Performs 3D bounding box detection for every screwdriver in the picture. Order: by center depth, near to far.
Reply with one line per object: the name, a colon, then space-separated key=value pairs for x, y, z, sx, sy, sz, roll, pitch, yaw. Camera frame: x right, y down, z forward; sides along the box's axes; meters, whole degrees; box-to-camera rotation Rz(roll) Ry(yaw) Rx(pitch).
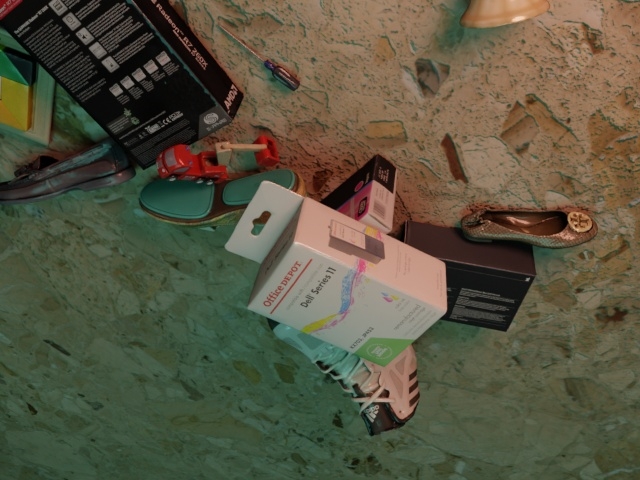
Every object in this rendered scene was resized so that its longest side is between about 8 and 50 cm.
screwdriver: x=-0.104 y=-0.314 z=1.052 sx=0.170 sy=0.025 sz=0.024 roll=39 pitch=129 yaw=-12

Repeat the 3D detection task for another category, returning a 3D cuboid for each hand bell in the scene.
hand bell: x=0.236 y=-0.425 z=0.833 sx=0.126 sy=0.126 sz=0.242 roll=-6 pitch=120 yaw=17

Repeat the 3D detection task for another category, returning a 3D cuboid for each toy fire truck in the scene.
toy fire truck: x=-0.184 y=-0.149 z=1.127 sx=0.135 sy=0.047 sz=0.192 roll=-25 pitch=163 yaw=37

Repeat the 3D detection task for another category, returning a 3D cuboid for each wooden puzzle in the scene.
wooden puzzle: x=-0.607 y=-0.295 z=1.144 sx=0.221 sy=0.044 sz=0.239 roll=20 pitch=134 yaw=-8

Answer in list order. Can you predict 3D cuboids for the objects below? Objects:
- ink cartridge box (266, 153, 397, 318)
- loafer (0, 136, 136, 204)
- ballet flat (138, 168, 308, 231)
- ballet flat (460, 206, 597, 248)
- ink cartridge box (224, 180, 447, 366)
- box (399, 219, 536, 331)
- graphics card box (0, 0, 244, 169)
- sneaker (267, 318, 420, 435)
ink cartridge box: x=0.000 y=0.000 z=1.212 sx=0.069 sy=0.176 sz=0.371 roll=34 pitch=130 yaw=-20
loafer: x=-0.523 y=-0.143 z=1.248 sx=0.302 sy=0.109 sz=0.095 roll=-9 pitch=112 yaw=11
ballet flat: x=-0.190 y=-0.070 z=1.236 sx=0.348 sy=0.123 sz=0.123 roll=-4 pitch=132 yaw=15
ballet flat: x=0.394 y=-0.033 z=1.176 sx=0.250 sy=0.084 sz=0.058 roll=3 pitch=135 yaw=16
ink cartridge box: x=0.013 y=0.065 z=1.063 sx=0.353 sy=0.119 sz=0.207 roll=25 pitch=133 yaw=-12
box: x=0.283 y=0.075 z=1.280 sx=0.261 sy=0.103 sz=0.184 roll=11 pitch=137 yaw=2
graphics card box: x=-0.333 y=-0.312 z=1.040 sx=0.233 sy=0.094 sz=0.371 roll=-23 pitch=124 yaw=28
sneaker: x=0.084 y=0.262 z=1.284 sx=0.169 sy=0.257 sz=0.447 roll=-33 pitch=146 yaw=28
